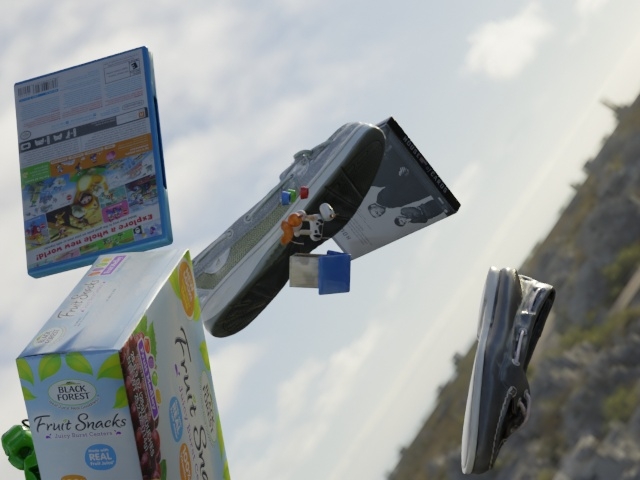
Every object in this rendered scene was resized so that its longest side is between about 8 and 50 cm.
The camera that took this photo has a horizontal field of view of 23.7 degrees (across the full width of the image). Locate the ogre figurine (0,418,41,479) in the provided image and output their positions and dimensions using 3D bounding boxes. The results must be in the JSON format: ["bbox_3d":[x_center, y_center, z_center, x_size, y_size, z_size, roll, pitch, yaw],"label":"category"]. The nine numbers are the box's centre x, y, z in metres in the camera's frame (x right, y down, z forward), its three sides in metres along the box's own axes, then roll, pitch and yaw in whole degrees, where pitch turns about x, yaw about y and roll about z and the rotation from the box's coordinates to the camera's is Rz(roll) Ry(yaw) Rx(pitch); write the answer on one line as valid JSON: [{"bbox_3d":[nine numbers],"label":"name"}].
[{"bbox_3d":[-0.164,0.222,1.181,0.096,0.197,0.118,-65,-26,-17],"label":"ogre figurine"}]

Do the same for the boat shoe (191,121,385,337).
[{"bbox_3d":[-0.050,-0.028,1.842,0.320,0.103,0.118,-50,-24,6],"label":"boat shoe"}]

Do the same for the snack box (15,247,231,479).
[{"bbox_3d":[-0.114,0.130,0.952,0.174,0.070,0.207,-65,-30,-70],"label":"snack box"}]

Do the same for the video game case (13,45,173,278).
[{"bbox_3d":[-0.179,-0.062,1.185,0.015,0.119,0.166,45,-146,-64],"label":"video game case"}]

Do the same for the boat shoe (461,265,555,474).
[{"bbox_3d":[0.236,0.154,1.876,0.335,0.096,0.112,-75,-7,-49],"label":"boat shoe"}]

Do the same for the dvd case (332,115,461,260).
[{"bbox_3d":[0.077,-0.076,2.356,0.239,0.179,0.029,-25,20,43],"label":"dvd case"}]

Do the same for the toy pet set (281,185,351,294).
[{"bbox_3d":[0.000,0.000,1.650,0.122,0.065,0.114,-32,-56,-78],"label":"toy pet set"}]
